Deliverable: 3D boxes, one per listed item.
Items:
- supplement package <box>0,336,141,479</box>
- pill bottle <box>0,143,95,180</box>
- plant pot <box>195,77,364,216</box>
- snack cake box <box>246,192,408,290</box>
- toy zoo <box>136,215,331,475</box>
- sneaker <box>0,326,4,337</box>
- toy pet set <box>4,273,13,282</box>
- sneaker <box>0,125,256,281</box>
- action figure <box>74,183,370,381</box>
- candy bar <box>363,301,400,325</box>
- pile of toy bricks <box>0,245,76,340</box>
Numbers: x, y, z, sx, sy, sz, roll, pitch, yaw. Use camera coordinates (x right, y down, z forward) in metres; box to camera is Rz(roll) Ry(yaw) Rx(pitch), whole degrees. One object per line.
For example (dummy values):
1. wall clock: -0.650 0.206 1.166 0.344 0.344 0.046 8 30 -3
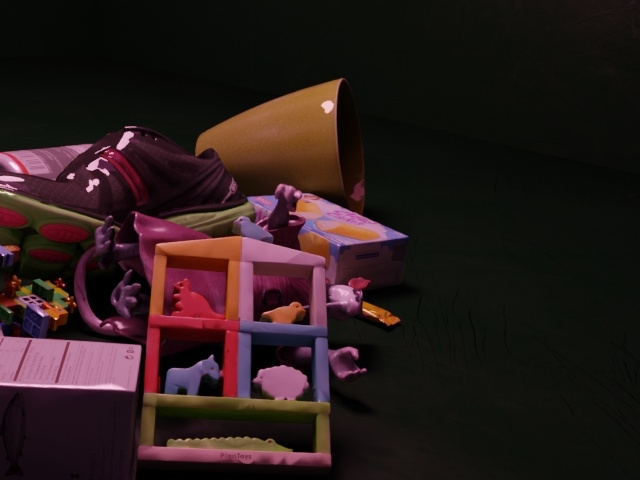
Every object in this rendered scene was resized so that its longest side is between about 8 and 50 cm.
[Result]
1. supplement package: -0.267 0.161 0.876 0.179 0.105 0.105 4 19 -9
2. pill bottle: -0.398 -0.071 1.472 0.161 0.161 0.283 20 21 35
3. plant pot: -0.082 -0.159 1.780 0.293 0.275 0.275 -5 15 13
4. snack cake box: 0.000 0.000 1.530 0.152 0.089 0.264 -8 23 -39
5. toy zoo: -0.087 0.101 0.976 0.192 0.030 0.293 4 56 -10
6. sneaker: -0.399 0.039 0.962 0.108 0.169 0.292 -18 56 -41
7. toy pet set: -0.483 0.064 1.218 0.114 0.065 0.122 40 15 -14
8. sneaker: -0.311 -0.062 1.348 0.185 0.202 0.482 -32 -18 34
9. action figure: -0.097 0.086 1.170 0.370 0.248 0.275 9 -27 -33
10. candy bar: 0.043 0.095 1.361 0.161 0.018 0.040 18 17 32
11. pile of toy bricks: -0.349 0.071 1.107 0.212 0.118 0.105 28 23 31
